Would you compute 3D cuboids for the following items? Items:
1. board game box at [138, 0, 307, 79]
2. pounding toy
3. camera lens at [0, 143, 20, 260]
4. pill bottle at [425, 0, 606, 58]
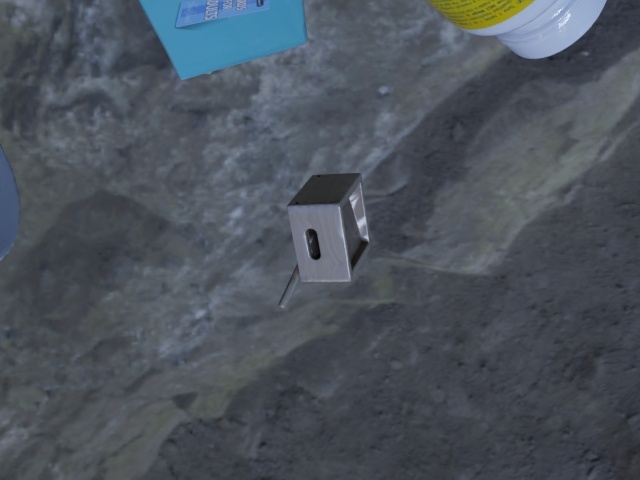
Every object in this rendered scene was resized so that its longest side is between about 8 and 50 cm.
[{"bbox_3d":[-0.079,-0.242,0.355,0.079,0.336,0.253,-16,82,-1],"label":"board game box"},{"bbox_3d":[0.000,0.000,1.204,0.100,0.130,0.141,-1,115,19],"label":"pounding toy"},{"bbox_3d":[-0.479,-0.022,0.922,0.274,0.219,0.219,-20,77,18],"label":"camera lens"},{"bbox_3d":[0.161,-0.340,0.968,0.188,0.334,0.188,-29,46,35],"label":"pill bottle"}]
